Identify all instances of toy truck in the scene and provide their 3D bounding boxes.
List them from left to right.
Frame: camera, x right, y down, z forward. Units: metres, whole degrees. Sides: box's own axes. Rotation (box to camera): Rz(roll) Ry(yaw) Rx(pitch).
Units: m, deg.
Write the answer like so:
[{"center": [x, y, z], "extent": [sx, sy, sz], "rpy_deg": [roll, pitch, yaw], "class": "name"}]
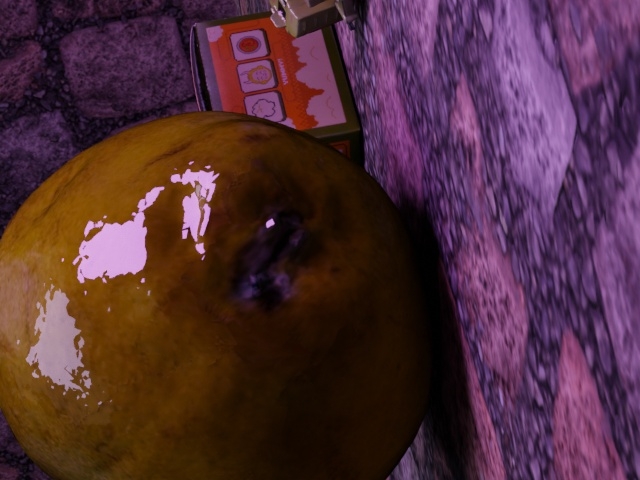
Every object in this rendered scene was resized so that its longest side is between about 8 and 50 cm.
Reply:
[{"center": [-0.005, -0.227, 1.245], "extent": [0.169, 0.077, 0.100], "rpy_deg": [100, 146, -68], "class": "toy truck"}]

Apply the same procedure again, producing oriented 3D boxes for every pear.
[{"center": [-0.081, 0.073, 1.200], "extent": [0.413, 0.352, 0.351], "rpy_deg": [-49, 45, 50], "class": "pear"}]

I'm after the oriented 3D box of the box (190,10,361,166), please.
[{"center": [-0.044, -0.101, 1.537], "extent": [0.195, 0.148, 0.177], "rpy_deg": [85, 172, -54], "class": "box"}]
